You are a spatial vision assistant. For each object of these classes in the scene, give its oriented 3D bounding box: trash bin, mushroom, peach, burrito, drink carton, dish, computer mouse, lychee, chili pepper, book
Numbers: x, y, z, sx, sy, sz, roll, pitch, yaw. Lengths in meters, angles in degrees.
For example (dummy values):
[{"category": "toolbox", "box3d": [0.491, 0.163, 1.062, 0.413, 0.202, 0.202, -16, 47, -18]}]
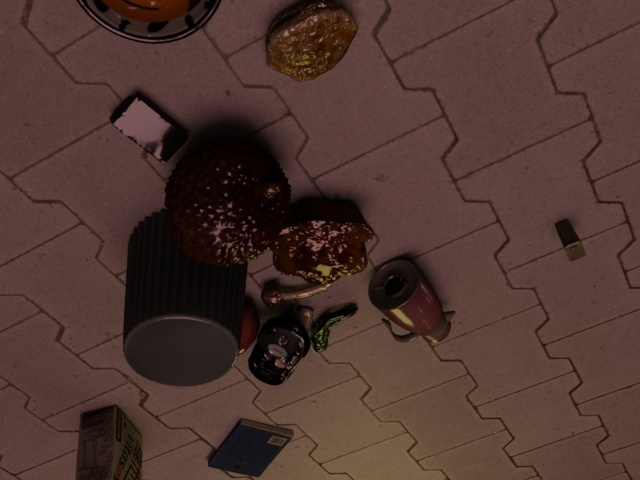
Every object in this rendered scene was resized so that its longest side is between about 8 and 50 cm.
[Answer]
[{"category": "trash bin", "box3d": [0.623, -0.003, 1.852, 0.043, 0.092, 0.061, -23, 130, 15]}, {"category": "mushroom", "box3d": [-0.065, 0.129, 1.933, 0.187, 0.061, 0.060, -10, 147, -13]}, {"category": "peach", "box3d": [-0.220, 0.224, 1.942, 0.152, 0.152, 0.152, -3, 132, -3]}, {"category": "burrito", "box3d": [-0.074, 0.271, 2.055, 0.058, 0.063, 0.229, 31, 125, 20]}, {"category": "drink carton", "box3d": [-0.618, 0.677, 2.183, 0.132, 0.324, 0.194, -18, 134, 5]}, {"category": "dish", "box3d": [-0.296, -0.495, 1.286, 0.303, 0.120, 0.303, -3, 132, -3]}, {"category": "computer mouse", "box3d": [-0.108, 0.285, 1.981, 0.137, 0.096, 0.233, 34, 124, 2]}, {"category": "lychee", "box3d": [-0.201, -0.083, 1.571, 0.304, 0.275, 0.276, -14, 137, 40]}, {"category": "chili pepper", "box3d": [0.027, 0.234, 2.033, 0.073, 0.050, 0.182, 29, 121, -20]}, {"category": "book", "box3d": [-0.231, 0.685, 2.430, 0.191, 0.025, 0.269, 20, 127, -21]}]

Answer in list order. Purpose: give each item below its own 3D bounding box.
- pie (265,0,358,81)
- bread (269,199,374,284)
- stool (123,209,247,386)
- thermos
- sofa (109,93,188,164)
[{"category": "pie", "box3d": [-0.020, -0.388, 1.446, 0.194, 0.079, 0.163, -23, 140, 13]}, {"category": "bread", "box3d": [-0.007, 0.009, 1.765, 0.247, 0.135, 0.232, 0, 132, -7]}, {"category": "stool", "box3d": [-0.311, 0.136, 1.717, 0.297, 0.330, 0.297, -4, 133, -4]}, {"category": "thermos", "box3d": [0.240, 0.184, 1.952, 0.176, 0.146, 0.265, -31, 134, 13]}, {"category": "sofa", "box3d": [-0.360, -0.240, 1.564, 0.085, 0.060, 0.147, -45, 124, 10]}]
